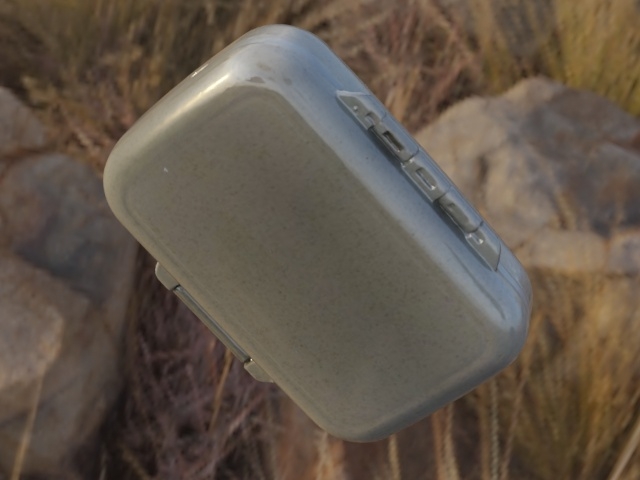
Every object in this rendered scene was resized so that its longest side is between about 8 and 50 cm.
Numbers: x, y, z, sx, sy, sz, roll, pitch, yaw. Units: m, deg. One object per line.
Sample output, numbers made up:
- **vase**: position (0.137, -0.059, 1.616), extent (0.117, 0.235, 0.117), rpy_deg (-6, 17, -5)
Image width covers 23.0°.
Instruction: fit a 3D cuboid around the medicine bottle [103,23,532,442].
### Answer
- **medicine bottle**: position (0.000, 0.000, 1.406), extent (0.375, 0.282, 0.123), rpy_deg (47, 30, -15)
